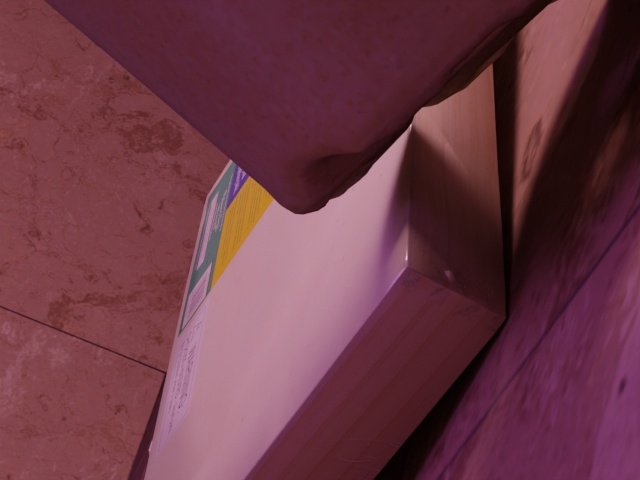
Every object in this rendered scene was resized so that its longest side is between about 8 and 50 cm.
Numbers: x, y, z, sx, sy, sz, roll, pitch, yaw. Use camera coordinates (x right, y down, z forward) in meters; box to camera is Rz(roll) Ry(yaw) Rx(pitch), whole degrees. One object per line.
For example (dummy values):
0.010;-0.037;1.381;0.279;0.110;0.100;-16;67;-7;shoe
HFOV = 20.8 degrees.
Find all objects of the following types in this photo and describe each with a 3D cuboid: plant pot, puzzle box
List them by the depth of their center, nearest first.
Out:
-0.026;-0.192;0.682;0.334;0.305;0.334;-43;-1;-1;plant pot
0.000;0.000;0.925;0.272;0.052;0.409;-55;16;31;puzzle box

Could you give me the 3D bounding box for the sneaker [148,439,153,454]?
-0.120;0.169;1.678;0.170;0.063;0.075;-70;-2;-74;sneaker
